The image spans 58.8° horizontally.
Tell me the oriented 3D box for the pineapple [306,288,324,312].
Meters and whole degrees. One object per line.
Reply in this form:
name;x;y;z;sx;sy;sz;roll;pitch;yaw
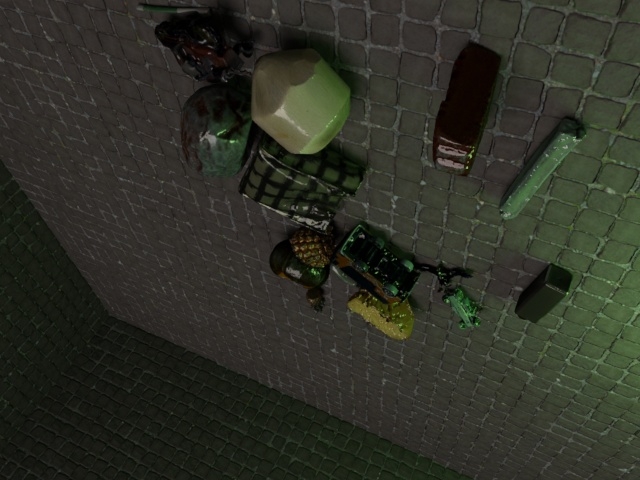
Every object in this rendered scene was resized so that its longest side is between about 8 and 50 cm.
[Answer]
pineapple;-0.021;0.257;2.410;0.074;0.074;0.159;19;154;18

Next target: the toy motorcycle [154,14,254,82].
toy motorcycle;-0.282;-0.490;1.494;0.401;0.134;0.207;18;157;45

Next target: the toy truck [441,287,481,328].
toy truck;0.490;0.225;1.943;0.154;0.078;0.080;56;143;-7

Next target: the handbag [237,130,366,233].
handbag;-0.067;-0.187;1.755;0.327;0.162;0.325;26;152;-7

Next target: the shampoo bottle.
shampoo bottle;0.660;0.171;1.707;0.079;0.080;0.246;28;148;9

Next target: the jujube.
jujube;-0.305;-0.321;1.668;0.216;0.246;0.308;20;146;-2

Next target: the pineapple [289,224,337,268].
pineapple;-0.002;-0.003;1.966;0.176;0.161;0.137;22;125;-36

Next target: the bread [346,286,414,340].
bread;0.238;0.248;2.112;0.261;0.147;0.160;33;156;-4

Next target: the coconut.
coconut;-0.063;-0.358;1.434;0.266;0.237;0.237;45;146;-19

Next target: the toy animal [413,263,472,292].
toy animal;0.405;0.120;1.882;0.220;0.062;0.107;4;121;38

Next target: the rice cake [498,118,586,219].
rice cake;0.521;-0.162;1.376;0.063;0.066;0.336;28;149;4

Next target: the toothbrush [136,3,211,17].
toothbrush;-0.402;-0.627;1.545;0.257;0.018;0.024;14;151;24

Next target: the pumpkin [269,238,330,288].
pumpkin;-0.075;0.083;2.111;0.238;0.159;0.238;22;169;5

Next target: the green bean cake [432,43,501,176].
green bean cake;0.313;-0.273;1.240;0.097;0.232;0.198;16;149;16

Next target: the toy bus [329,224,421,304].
toy bus;0.177;0.086;1.919;0.275;0.138;0.167;39;159;-8

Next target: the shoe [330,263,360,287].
shoe;0.119;0.127;2.049;0.195;0.079;0.078;33;-166;-45
